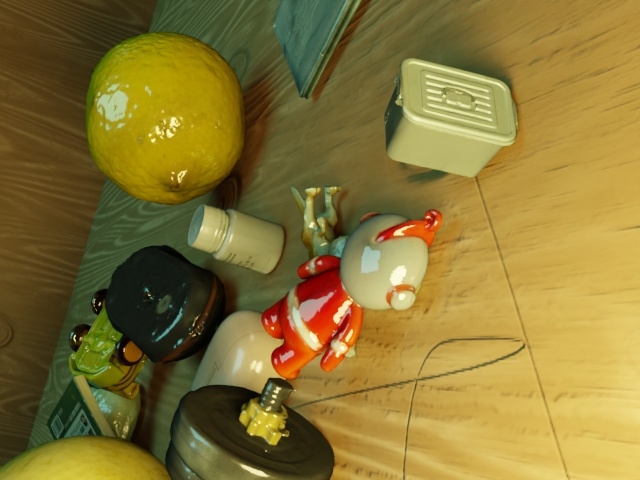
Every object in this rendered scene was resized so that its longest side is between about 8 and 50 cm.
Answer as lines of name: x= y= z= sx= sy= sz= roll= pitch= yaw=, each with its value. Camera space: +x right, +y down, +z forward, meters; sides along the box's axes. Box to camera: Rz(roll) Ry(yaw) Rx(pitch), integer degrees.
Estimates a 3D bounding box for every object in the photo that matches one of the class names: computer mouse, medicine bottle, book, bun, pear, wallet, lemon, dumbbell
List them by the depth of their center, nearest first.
dumbbell: x=-0.118 y=0.322 z=0.917 sx=0.389 sy=0.185 sz=0.185 roll=-66 pitch=23 yaw=12
pear: x=-0.331 y=0.436 z=1.132 sx=0.348 sy=0.348 sz=0.349 roll=-47 pitch=33 yaw=44
medicine bottle: x=-0.126 y=-0.004 z=1.246 sx=0.080 sy=0.130 sz=0.080 roll=-49 pitch=31 yaw=43
wallet: x=0.003 y=-0.394 z=1.352 sx=0.251 sy=0.054 sz=0.290 roll=-62 pitch=29 yaw=31
computer mouse: x=-0.265 y=0.113 z=1.452 sx=0.183 sy=0.116 sz=0.323 roll=-54 pitch=35 yaw=-9
lemon: x=-0.287 y=-0.230 z=1.560 sx=0.336 sy=0.335 sz=0.336 roll=-47 pitch=33 yaw=44
book: x=-0.426 y=0.410 z=1.567 sx=0.264 sy=0.027 sz=0.202 roll=56 pitch=133 yaw=19
bun: x=-0.448 y=0.383 z=1.714 sx=0.221 sy=0.108 sz=0.221 roll=-47 pitch=33 yaw=44

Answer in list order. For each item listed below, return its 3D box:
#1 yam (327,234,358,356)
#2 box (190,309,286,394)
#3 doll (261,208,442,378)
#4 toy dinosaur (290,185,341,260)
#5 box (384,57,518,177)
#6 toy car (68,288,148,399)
yam: x=0.026 y=0.063 z=0.953 sx=0.054 sy=0.054 sz=0.133 roll=-23 pitch=53 yaw=61
box: x=-0.112 y=0.190 z=1.117 sx=0.200 sy=0.088 sz=0.146 roll=-65 pitch=30 yaw=21
doll: x=0.034 y=0.046 z=0.873 sx=0.245 sy=0.076 sz=0.142 roll=-39 pitch=47 yaw=21
toy dinosaur: x=0.001 y=0.000 z=1.082 sx=0.212 sy=0.057 sz=0.143 roll=-143 pitch=53 yaw=-78
box: x=0.119 y=-0.113 z=0.798 sx=0.069 sy=0.122 sz=0.084 roll=117 pitch=160 yaw=-50
toy car: x=-0.372 y=0.189 z=1.642 sx=0.200 sy=0.142 sz=0.248 roll=9 pitch=61 yaw=45
